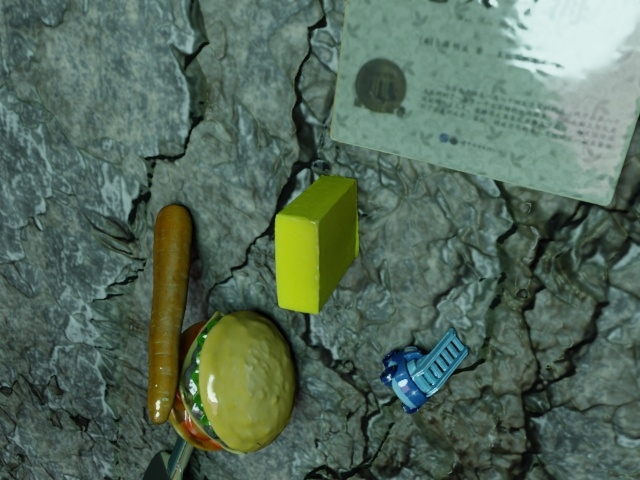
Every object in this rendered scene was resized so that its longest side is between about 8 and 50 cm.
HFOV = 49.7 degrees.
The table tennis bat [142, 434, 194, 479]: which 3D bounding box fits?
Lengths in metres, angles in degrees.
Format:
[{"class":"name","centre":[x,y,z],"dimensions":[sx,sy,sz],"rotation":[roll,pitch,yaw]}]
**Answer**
[{"class":"table tennis bat","centre":[-0.206,0.336,0.924],"dimensions":[0.021,0.154,0.274],"rotation":[14,106,-31]}]

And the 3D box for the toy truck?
[{"class":"toy truck","centre":[0.113,0.134,0.731],"dimensions":[0.090,0.073,0.056],"rotation":[-35,98,17]}]

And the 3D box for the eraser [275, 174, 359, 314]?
[{"class":"eraser","centre":[0.000,0.000,0.677],"dimensions":[0.045,0.122,0.097],"rotation":[8,116,20]}]

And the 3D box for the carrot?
[{"class":"carrot","centre":[-0.163,0.071,0.738],"dimensions":[0.043,0.248,0.043],"rotation":[-1,156,0]}]

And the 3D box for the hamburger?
[{"class":"hamburger","centre":[-0.099,0.157,0.775],"dimensions":[0.115,0.162,0.162],"rotation":[-12,109,32]}]

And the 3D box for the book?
[{"class":"book","centre":[0.150,-0.235,0.551],"dimensions":[0.268,0.032,0.389],"rotation":[16,117,20]}]
